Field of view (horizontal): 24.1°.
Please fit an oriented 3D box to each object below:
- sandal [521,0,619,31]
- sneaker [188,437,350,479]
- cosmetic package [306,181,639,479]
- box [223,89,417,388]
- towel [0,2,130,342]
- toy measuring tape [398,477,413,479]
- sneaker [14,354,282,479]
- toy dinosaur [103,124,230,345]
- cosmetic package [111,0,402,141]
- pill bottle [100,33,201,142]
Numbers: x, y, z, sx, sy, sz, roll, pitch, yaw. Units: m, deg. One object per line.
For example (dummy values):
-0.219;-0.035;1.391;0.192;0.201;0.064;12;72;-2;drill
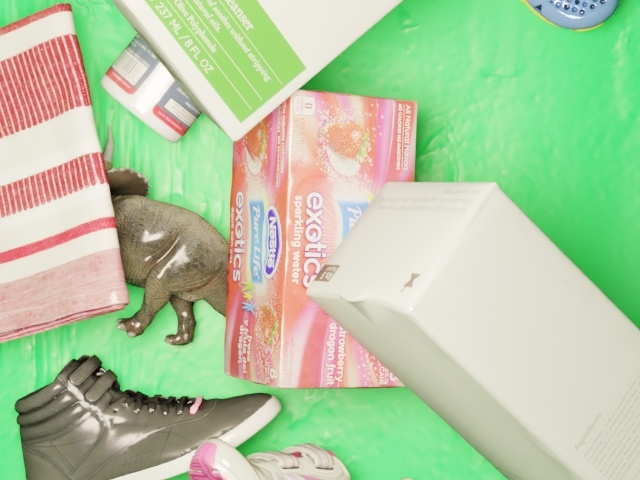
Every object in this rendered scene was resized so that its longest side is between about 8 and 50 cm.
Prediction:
0.232;-0.372;1.575;0.126;0.138;0.317;-21;91;0;sandal
-0.037;0.257;1.575;0.103;0.252;0.111;11;68;45;sneaker
0.195;0.119;1.463;0.385;0.217;0.156;45;73;-23;cosmetic package
0.000;0.000;1.558;0.154;0.142;0.300;3;90;-27;box
-0.330;-0.062;1.587;0.237;0.037;0.329;-16;81;25;towel
0.050;0.420;1.604;0.121;0.121;0.330;0;81;3;toy measuring tape
-0.197;0.181;1.609;0.295;0.104;0.147;-19;94;7;sneaker
-0.173;0.019;1.603;0.313;0.121;0.160;32;105;6;toy dinosaur
-0.020;-0.298;1.474;0.365;0.155;0.197;-41;118;-3;cosmetic package
-0.140;-0.204;1.605;0.108;0.108;0.180;40;92;2;pill bottle
